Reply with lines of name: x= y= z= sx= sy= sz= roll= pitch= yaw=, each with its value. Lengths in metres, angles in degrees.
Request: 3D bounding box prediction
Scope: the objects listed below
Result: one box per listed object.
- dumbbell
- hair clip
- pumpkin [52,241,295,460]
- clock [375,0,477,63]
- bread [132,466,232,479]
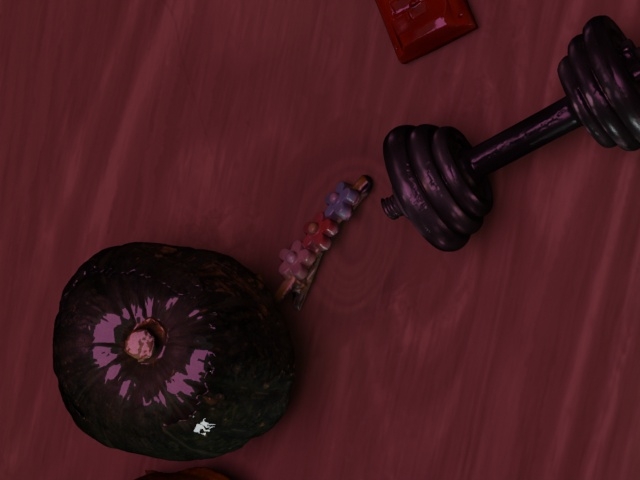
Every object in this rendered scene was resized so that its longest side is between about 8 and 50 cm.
dumbbell: x=0.250 y=-0.127 z=1.830 sx=0.406 sy=0.179 sz=0.179 roll=-29 pitch=78 yaw=22
hair clip: x=-0.005 y=-0.002 z=2.010 sx=0.214 sy=0.056 sz=0.062 roll=-61 pitch=36 yaw=12
pumpkin: x=-0.193 y=0.145 z=1.984 sx=0.328 sy=0.257 sz=0.291 roll=-3 pitch=81 yaw=19
clock: x=0.122 y=-0.324 z=1.954 sx=0.113 sy=0.061 sz=0.155 roll=-25 pitch=77 yaw=22
bread: x=-0.198 y=0.463 z=2.023 sx=0.312 sy=0.172 sz=0.312 roll=-1 pitch=87 yaw=26
